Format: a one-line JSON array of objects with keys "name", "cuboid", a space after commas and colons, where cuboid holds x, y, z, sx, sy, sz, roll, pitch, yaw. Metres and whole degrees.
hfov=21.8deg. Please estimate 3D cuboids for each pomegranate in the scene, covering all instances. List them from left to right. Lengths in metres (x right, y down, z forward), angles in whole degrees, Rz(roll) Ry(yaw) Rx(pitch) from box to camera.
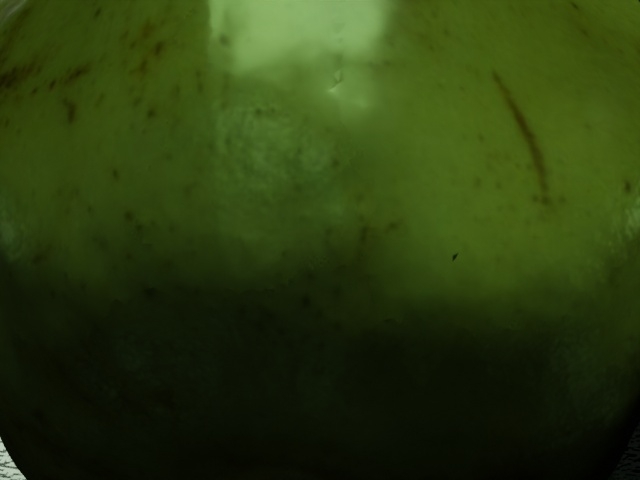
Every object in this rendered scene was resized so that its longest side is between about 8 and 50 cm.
[{"name": "pomegranate", "cuboid": [0.000, 0.000, 0.702, 0.332, 0.332, 0.332, 6, 20, -2]}]
